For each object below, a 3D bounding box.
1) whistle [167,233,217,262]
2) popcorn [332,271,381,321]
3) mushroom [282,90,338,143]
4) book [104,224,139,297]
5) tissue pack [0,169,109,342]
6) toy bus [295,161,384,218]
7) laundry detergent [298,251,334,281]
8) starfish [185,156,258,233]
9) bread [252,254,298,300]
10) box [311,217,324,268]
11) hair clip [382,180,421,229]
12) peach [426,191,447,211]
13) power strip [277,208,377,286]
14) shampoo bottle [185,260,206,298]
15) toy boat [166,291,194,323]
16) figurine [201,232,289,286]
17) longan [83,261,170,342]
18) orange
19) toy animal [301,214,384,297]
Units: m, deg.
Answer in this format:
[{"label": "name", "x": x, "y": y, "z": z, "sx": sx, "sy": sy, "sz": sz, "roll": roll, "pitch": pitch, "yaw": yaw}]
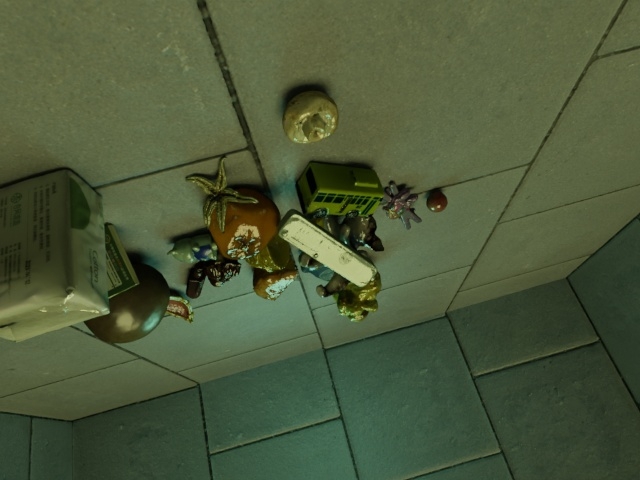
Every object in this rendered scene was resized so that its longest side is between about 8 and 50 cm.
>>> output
[{"label": "whistle", "x": -0.404, "y": 0.026, "z": 1.519, "sx": 0.244, "sy": 0.092, "sz": 0.110, "roll": -10, "pitch": 174, "yaw": -2}, {"label": "popcorn", "x": 0.174, "y": 0.233, "z": 2.088, "sx": 0.225, "sy": 0.277, "sz": 0.276, "roll": 3, "pitch": 148, "yaw": -25}, {"label": "mushroom", "x": -0.025, "y": -0.300, "z": 1.099, "sx": 0.147, "sy": 0.112, "sz": 0.148, "roll": -20, "pitch": 150, "yaw": -12}, {"label": "book", "x": -0.710, "y": 0.094, "z": 1.375, "sx": 0.264, "sy": 0.202, "sz": 0.027, "roll": -25, "pitch": 180, "yaw": 14}, {"label": "tissue pack", "x": -0.684, "y": 0.040, "z": 1.092, "sx": 0.265, "sy": 0.357, "sz": 0.194, "roll": -17, "pitch": 154, "yaw": 1}, {"label": "toy bus", "x": 0.069, "y": -0.158, "z": 1.409, "sx": 0.261, "sy": 0.128, "sz": 0.150, "roll": 1, "pitch": 146, "yaw": -28}, {"label": "laundry detergent", "x": 0.000, "y": 0.104, "z": 1.927, "sx": 0.143, "sy": 0.094, "sz": 0.289, "roll": -17, "pitch": 154, "yaw": 30}, {"label": "starfish", "x": -0.281, "y": -0.129, "z": 1.258, "sx": 0.216, "sy": 0.050, "sz": 0.224, "roll": 18, "pitch": 114, "yaw": 11}, {"label": "bread", "x": -0.214, "y": 0.158, "z": 1.860, "sx": 0.133, "sy": 0.129, "sz": 0.260, "roll": 7, "pitch": 143, "yaw": -37}, {"label": "box", "x": 0.000, "y": 0.000, "z": 1.693, "sx": 0.153, "sy": 0.041, "sz": 0.279, "roll": -44, "pitch": 153, "yaw": -8}, {"label": "hair clip", "x": 0.310, "y": -0.126, "z": 1.658, "sx": 0.137, "sy": 0.090, "sz": 0.278, "roll": -34, "pitch": 150, "yaw": 14}, {"label": "peach", "x": 0.448, "y": -0.148, "z": 1.703, "sx": 0.083, "sy": 0.083, "sz": 0.083, "roll": -13, "pitch": 153, "yaw": -7}, {"label": "power strip", "x": 0.035, "y": 0.033, "z": 1.419, "sx": 0.385, "sy": 0.062, "sz": 0.091, "roll": 33, "pitch": 103, "yaw": -26}, {"label": "shampoo bottle", "x": -0.492, "y": 0.156, "z": 1.761, "sx": 0.067, "sy": 0.068, "sz": 0.236, "roll": 14, "pitch": 145, "yaw": -14}, {"label": "toy boat", "x": -0.646, "y": 0.270, "z": 1.858, "sx": 0.140, "sy": 0.099, "sz": 0.318, "roll": -28, "pitch": 149, "yaw": 15}, {"label": "figurine", "x": -0.293, "y": 0.059, "z": 1.624, "sx": 0.315, "sy": 0.187, "sz": 0.168, "roll": -15, "pitch": 119, "yaw": 18}, {"label": "longan", "x": -0.676, "y": 0.210, "z": 1.540, "sx": 0.297, "sy": 0.298, "sz": 0.297, "roll": -13, "pitch": 153, "yaw": -7}, {"label": "orange", "x": -0.236, "y": -0.042, "z": 1.394, "sx": 0.248, "sy": 0.183, "sz": 0.249, "roll": -12, "pitch": 153, "yaw": -6}, {"label": "toy animal", "x": 0.110, "y": 0.013, "z": 1.633, "sx": 0.302, "sy": 0.194, "sz": 0.344, "roll": -10, "pitch": 137, "yaw": -41}]
